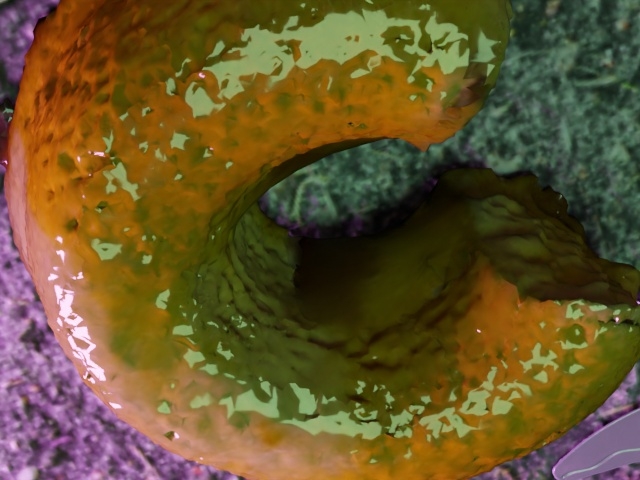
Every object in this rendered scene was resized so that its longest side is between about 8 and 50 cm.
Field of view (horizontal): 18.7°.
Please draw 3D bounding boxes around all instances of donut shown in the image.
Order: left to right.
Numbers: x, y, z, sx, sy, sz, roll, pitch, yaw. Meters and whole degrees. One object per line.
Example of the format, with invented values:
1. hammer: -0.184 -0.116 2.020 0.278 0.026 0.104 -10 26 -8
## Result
1. donut: 0.000 0.000 1.220 0.377 0.163 0.435 -29 121 8

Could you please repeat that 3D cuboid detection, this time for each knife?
1. knife: 0.287 0.129 1.428 0.244 0.032 0.058 -13 123 2

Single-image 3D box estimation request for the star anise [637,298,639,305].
1. star anise: 0.323 0.003 1.326 0.236 0.093 0.229 -41 124 18
